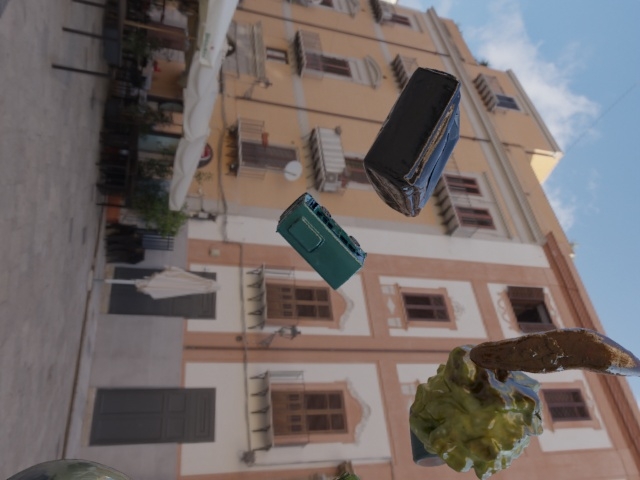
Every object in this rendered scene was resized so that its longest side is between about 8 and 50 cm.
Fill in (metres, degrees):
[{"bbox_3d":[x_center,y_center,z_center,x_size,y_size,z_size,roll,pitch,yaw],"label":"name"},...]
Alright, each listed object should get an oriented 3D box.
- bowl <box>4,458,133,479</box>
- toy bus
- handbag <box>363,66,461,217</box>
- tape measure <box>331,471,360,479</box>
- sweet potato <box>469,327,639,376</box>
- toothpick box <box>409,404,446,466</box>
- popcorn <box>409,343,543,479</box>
[{"bbox_3d":[-0.312,0.424,0.621,0.146,0.289,0.290,-30,-127,36],"label":"bowl"},{"bbox_3d":[0.000,0.000,0.844,0.079,0.160,0.092,-42,-174,17],"label":"toy bus"},{"bbox_3d":[0.224,-0.235,1.215,0.302,0.177,0.275,-62,163,-11],"label":"handbag"},{"bbox_3d":[0.086,0.546,0.897,0.177,0.087,0.154,47,-31,49],"label":"tape measure"},{"bbox_3d":[0.500,0.233,1.032,0.095,0.354,0.106,-59,145,-60],"label":"sweet potato"},{"bbox_3d":[0.348,0.621,1.577,0.120,0.120,0.184,114,-19,-46],"label":"toothpick box"},{"bbox_3d":[0.387,0.438,1.224,0.312,0.311,0.313,-175,-90,-72],"label":"popcorn"}]
